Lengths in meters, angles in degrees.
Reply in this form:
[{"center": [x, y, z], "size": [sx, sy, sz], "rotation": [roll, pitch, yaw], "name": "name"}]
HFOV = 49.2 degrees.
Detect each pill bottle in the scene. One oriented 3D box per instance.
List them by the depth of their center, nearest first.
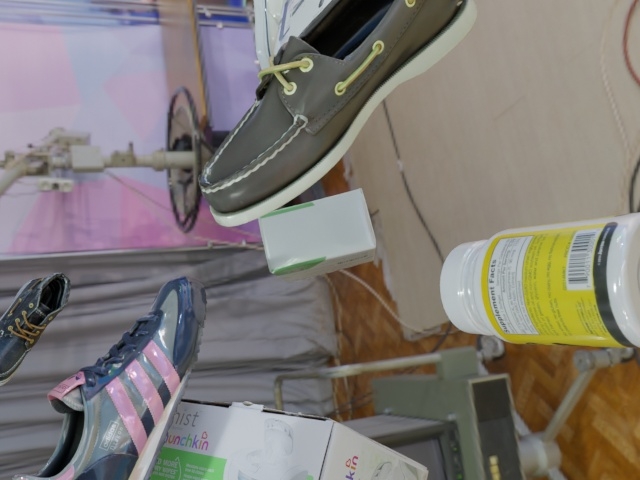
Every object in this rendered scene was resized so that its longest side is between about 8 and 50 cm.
[{"center": [0.224, 0.042, 0.673], "size": [0.208, 0.119, 0.119], "rotation": [-8, 86, 53], "name": "pill bottle"}]

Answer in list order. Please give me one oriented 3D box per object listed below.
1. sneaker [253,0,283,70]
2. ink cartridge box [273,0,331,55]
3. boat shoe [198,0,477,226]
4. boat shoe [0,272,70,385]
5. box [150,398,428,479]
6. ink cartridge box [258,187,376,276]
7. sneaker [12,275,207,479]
[{"center": [-0.049, -0.344, 1.108], "size": [0.091, 0.094, 0.258], "rotation": [14, 135, 25], "name": "sneaker"}, {"center": [0.013, -0.292, 0.924], "size": [0.158, 0.092, 0.218], "rotation": [-31, 44, 53], "name": "ink cartridge box"}, {"center": [0.002, -0.106, 0.447], "size": [0.081, 0.228, 0.069], "rotation": [35, 166, 50], "name": "boat shoe"}, {"center": [-0.439, 0.126, 1.037], "size": [0.083, 0.065, 0.183], "rotation": [-21, 41, 37], "name": "boat shoe"}, {"center": [-0.039, 0.294, 0.871], "size": [0.262, 0.231, 0.127], "rotation": [-2, 62, 36], "name": "box"}, {"center": [0.000, 0.000, 1.066], "size": [0.212, 0.154, 0.093], "rotation": [65, -170, -81], "name": "ink cartridge box"}, {"center": [-0.234, 0.164, 0.814], "size": [0.112, 0.131, 0.319], "rotation": [-23, 42, 48], "name": "sneaker"}]
